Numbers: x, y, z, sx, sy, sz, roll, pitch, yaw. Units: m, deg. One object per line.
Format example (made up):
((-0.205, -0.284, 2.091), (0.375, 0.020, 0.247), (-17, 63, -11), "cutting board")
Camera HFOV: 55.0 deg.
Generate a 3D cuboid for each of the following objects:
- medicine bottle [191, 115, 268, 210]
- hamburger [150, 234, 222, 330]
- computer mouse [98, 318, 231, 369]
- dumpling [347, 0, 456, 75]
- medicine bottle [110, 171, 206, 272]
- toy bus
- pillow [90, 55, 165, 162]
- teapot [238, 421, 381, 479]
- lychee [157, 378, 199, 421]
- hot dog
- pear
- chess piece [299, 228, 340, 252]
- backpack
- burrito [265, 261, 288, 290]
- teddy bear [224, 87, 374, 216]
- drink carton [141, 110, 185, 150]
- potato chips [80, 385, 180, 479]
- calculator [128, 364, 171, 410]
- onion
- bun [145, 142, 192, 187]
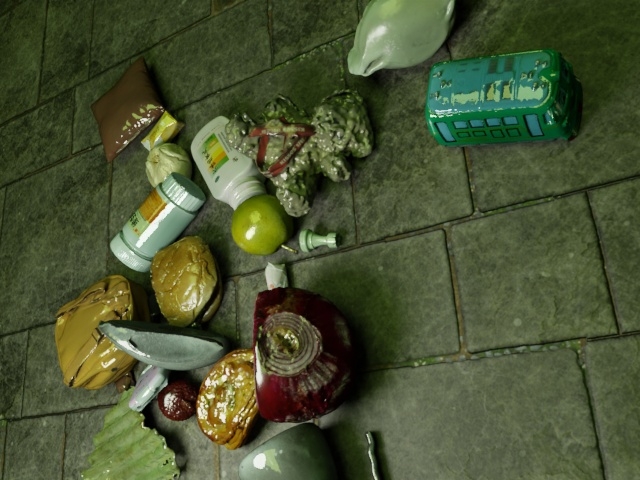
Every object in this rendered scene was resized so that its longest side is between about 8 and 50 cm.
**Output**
((-0.273, -0.223, 1.896), (0.179, 0.124, 0.324), (-41, 59, 16), "medicine bottle")
((-0.391, 0.115, 1.862), (0.211, 0.132, 0.308), (-31, 59, 25), "hamburger")
((-0.442, 0.301, 1.733), (0.374, 0.203, 0.114), (10, 88, -4), "computer mouse")
((0.223, -0.566, 1.650), (0.321, 0.270, 0.211), (-8, 93, 6), "dumpling")
((-0.518, -0.062, 1.979), (0.318, 0.158, 0.158), (-47, 57, 12), "medicine bottle")
((0.419, -0.335, 1.444), (0.344, 0.199, 0.183), (1, 75, 31), "toy bus")
((-0.715, -0.485, 2.262), (0.308, 0.108, 0.305), (-38, 58, 18), "pillow")
((-0.008, 0.594, 1.468), (0.285, 0.306, 0.223), (58, 145, 24), "teapot")
((-0.412, 0.457, 1.781), (0.123, 0.123, 0.129), (-58, 39, 5), "lychee")
((-0.228, 0.425, 1.671), (0.196, 0.122, 0.272), (31, 95, 34), "hot dog")
((-0.150, -0.027, 1.750), (0.180, 0.166, 0.216), (-43, 88, 3), "pear")
((0.000, 0.000, 1.692), (0.103, 0.067, 0.067), (-1, 75, 24), "chess piece")
((-0.676, 0.293, 1.946), (0.378, 0.201, 0.353), (-34, 59, 22), "backpack")
((-0.111, 0.156, 1.716), (0.064, 0.064, 0.203), (-25, 62, 24), "burrito")
((-0.030, -0.292, 1.714), (0.367, 0.224, 0.357), (-43, 72, 12), "teddy bear")
((-0.564, -0.352, 2.145), (0.074, 0.084, 0.200), (44, 100, 11), "drink carton")
((-0.585, 0.667, 1.834), (0.373, 0.097, 0.389), (42, 103, 34), "potato chips")
((-0.493, 0.408, 1.811), (0.141, 0.045, 0.246), (-45, 14, 7), "calculator")
((-0.038, 0.270, 1.507), (0.261, 0.281, 0.336), (-5, 59, 1), "onion")
((-0.518, -0.248, 2.064), (0.164, 0.111, 0.188), (-33, 64, 22), "bun")
